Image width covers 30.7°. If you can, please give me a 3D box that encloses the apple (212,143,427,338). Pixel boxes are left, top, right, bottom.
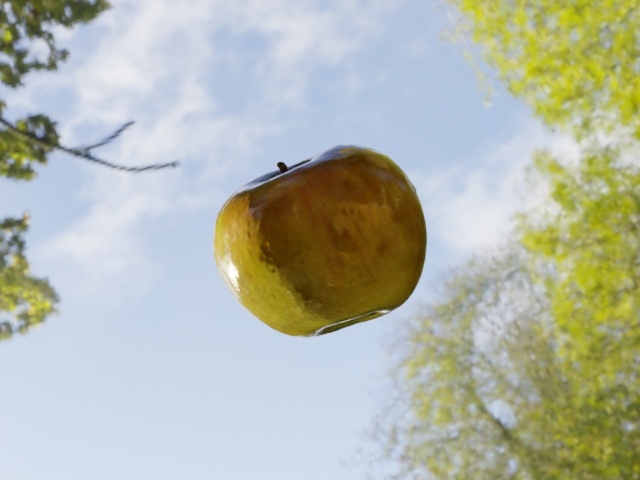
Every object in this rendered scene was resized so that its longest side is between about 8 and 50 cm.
[{"bbox_3d":[0.000,0.000,0.483,0.090,0.074,0.089,-18,-8,-3],"label":"apple"}]
